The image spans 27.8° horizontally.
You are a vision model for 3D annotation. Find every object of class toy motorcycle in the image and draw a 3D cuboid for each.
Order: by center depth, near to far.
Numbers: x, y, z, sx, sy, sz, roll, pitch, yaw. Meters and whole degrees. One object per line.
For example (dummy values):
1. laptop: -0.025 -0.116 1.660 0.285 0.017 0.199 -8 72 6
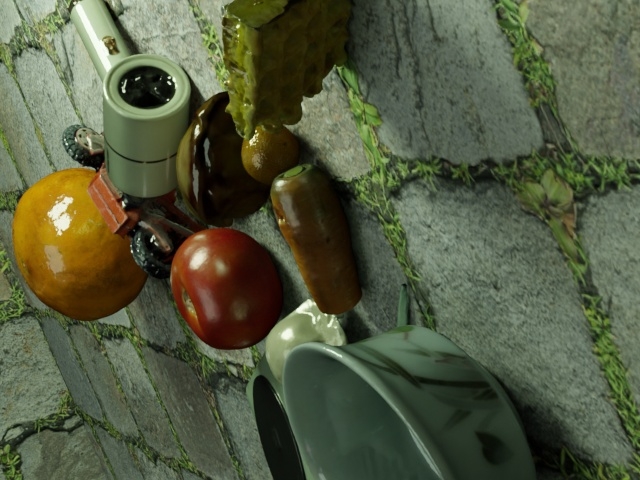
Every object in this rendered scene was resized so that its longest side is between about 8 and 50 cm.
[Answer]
1. toy motorcycle: -0.290 -0.073 2.060 0.089 0.171 0.298 -41 77 29

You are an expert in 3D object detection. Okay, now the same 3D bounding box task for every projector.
1. projector: -0.030 0.305 1.956 0.257 0.079 0.259 117 136 -67

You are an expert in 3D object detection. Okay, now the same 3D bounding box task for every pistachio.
1. pistachio: -0.131 -0.105 1.726 0.165 0.130 0.210 -81 -10 -47

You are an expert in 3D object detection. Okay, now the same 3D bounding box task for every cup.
1. cup: 0.120 0.232 1.460 0.347 0.163 0.347 44 151 32

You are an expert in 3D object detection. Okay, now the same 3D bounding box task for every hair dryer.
1. hair dryer: -0.308 -0.258 1.970 0.362 0.128 0.203 61 159 27

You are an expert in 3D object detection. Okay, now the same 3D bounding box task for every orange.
1. orange: -0.063 -0.111 1.620 0.085 0.085 0.085 47 152 35
2. orange: -0.441 0.007 2.379 0.284 0.226 0.284 38 141 38

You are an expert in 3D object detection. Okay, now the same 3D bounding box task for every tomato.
1. tomato: -0.135 0.069 1.889 0.195 0.136 0.195 51 156 34

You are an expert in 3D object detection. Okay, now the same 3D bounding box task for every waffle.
1. waffle: -0.032 -0.198 1.361 0.055 0.160 0.211 37 151 21

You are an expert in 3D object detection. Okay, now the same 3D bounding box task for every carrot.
1. carrot: 0.000 0.000 1.598 0.087 0.087 0.193 20 136 59

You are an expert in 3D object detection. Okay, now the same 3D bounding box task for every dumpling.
1. dumpling: -0.006 0.171 1.737 0.155 0.111 0.181 -121 11 -46

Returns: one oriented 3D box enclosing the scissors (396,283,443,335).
1. scissors: 0.104 0.148 1.613 0.144 0.017 0.248 53 153 23
